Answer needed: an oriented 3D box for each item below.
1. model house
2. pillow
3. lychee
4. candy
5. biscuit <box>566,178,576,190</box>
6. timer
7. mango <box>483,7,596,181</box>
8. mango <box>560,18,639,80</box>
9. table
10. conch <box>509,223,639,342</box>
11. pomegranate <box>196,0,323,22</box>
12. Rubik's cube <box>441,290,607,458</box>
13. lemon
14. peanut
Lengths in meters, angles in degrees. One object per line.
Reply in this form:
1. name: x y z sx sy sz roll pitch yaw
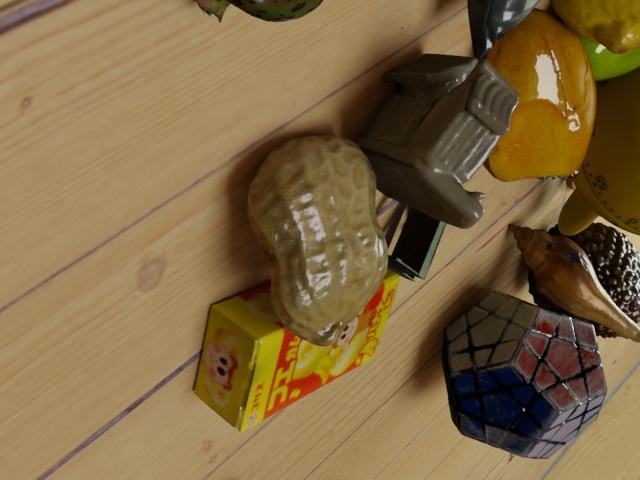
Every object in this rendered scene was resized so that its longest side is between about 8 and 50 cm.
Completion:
1. model house: 0.134 -0.131 1.022 0.122 0.229 0.188 27 90 -32
2. pillow: 0.230 -0.356 1.011 0.186 0.106 0.249 -50 156 -43
3. lychee: 0.540 0.079 1.769 0.236 0.271 0.235 -11 123 -18
4. candy: -0.024 0.118 1.118 0.276 0.088 0.146 -23 137 -46
5. biscuit: 0.542 -0.152 1.767 0.140 0.023 0.118 -12 129 -51
6. timer: 0.591 -0.168 1.547 0.376 0.376 0.387 -51 -173 -10
7. mango: 0.300 -0.213 1.233 0.187 0.138 0.257 -14 130 -12
8. mango: 0.464 -0.342 1.336 0.273 0.149 0.185 -41 153 -5
9. table: 0.140 -0.024 1.224 0.175 0.062 0.146 32 79 -59
10. conch: 0.475 0.076 1.611 0.109 0.330 0.093 -48 174 -34
11. pomegranate: -0.045 -0.232 0.714 0.130 0.130 0.130 -37 145 -31
12. Rubik's cube: 0.366 0.246 1.614 0.264 0.319 0.319 -38 148 -57
13. lemon: 0.397 -0.374 1.107 0.233 0.234 0.288 18 84 -60
14. peanut: 0.000 0.000 0.978 0.197 0.110 0.233 -24 104 -52
